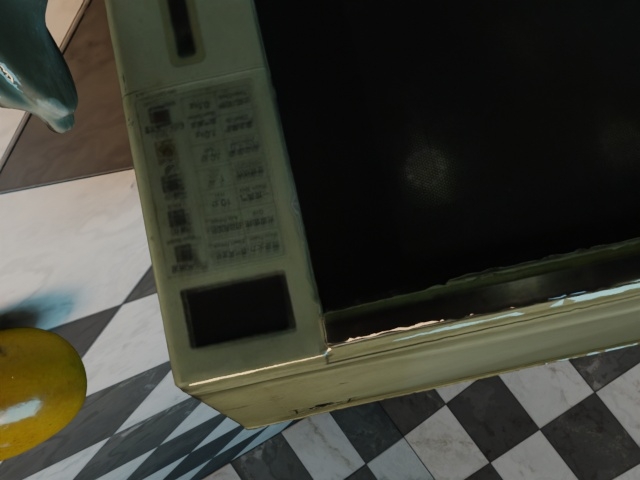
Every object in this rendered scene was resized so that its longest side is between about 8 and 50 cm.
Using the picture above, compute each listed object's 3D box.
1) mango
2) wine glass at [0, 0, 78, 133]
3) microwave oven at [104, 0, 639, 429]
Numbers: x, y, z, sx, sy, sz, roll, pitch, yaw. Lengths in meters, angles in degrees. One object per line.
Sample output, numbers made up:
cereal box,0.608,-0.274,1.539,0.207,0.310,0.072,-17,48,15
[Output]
mango,-0.294,0.139,0.742,0.195,0.098,0.137,-15,158,-40
wine glass,-0.041,-0.151,0.330,0.232,0.156,0.156,-33,166,4
microwave oven,0.103,-0.051,0.548,0.394,0.247,0.333,-12,165,-2
